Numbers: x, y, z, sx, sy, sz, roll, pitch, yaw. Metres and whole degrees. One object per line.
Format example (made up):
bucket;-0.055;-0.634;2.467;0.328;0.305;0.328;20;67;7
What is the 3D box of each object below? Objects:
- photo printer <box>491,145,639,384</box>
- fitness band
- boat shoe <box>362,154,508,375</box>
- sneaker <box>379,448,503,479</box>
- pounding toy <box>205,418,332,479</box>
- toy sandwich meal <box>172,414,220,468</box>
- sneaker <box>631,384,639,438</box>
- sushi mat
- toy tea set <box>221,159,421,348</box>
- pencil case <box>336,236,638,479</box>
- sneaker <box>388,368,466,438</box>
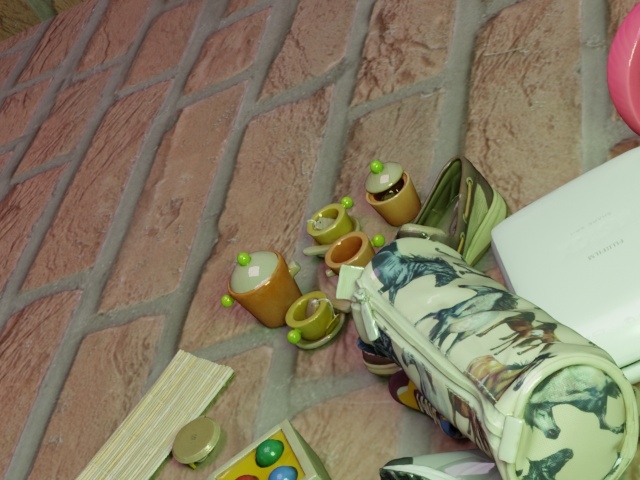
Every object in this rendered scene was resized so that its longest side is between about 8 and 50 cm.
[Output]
photo printer;0.350;0.040;1.473;0.256;0.107;0.307;-29;32;12
fitness band;0.491;-0.254;1.630;0.291;0.209;0.054;-43;31;-12
boat shoe;0.137;0.025;1.684;0.123;0.123;0.342;2;48;46
sneaker;0.187;0.267;1.357;0.271;0.100;0.108;-4;31;36
pounding toy;-0.066;0.339;1.490;0.181;0.094;0.206;-36;31;-1
toy sandwich meal;-0.170;0.280;1.736;0.085;0.029;0.086;-21;38;17
sneaker;0.274;0.204;1.364;0.188;0.071;0.066;-10;36;41
sushi mat;-0.261;0.292;1.815;0.151;0.019;0.316;9;53;48
toy tea set;0.000;0.000;1.848;0.200;0.124;0.336;6;51;48
pencil case;0.169;0.128;1.333;0.183;0.160;0.410;-2;19;-21
sneaker;0.148;0.193;1.501;0.185;0.070;0.084;-6;37;41
